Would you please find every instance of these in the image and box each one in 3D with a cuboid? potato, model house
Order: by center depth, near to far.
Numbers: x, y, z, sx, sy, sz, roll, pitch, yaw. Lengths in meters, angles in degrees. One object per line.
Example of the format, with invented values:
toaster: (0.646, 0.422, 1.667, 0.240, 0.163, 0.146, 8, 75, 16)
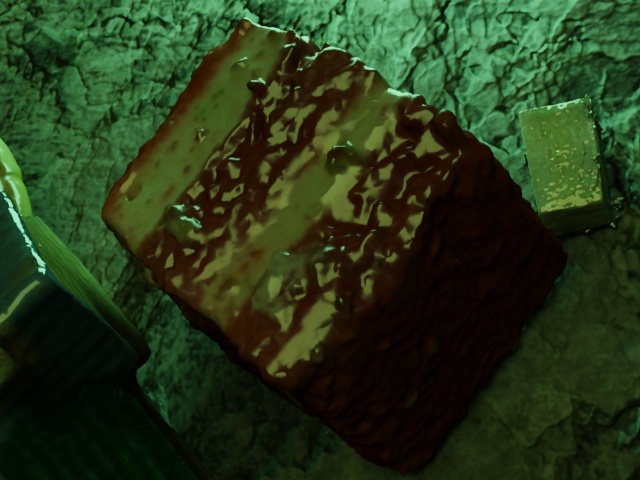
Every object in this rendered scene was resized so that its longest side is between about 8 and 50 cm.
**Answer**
model house: (-0.260, 0.209, 1.589, 0.334, 0.342, 0.382, -42, 89, -1)
potato: (0.227, -0.067, 1.747, 0.086, 0.061, 0.122, -14, 61, 15)

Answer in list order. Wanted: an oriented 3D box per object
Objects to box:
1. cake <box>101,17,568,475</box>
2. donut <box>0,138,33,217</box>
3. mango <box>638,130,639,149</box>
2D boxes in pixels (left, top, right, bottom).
cake: (0.000, 0.000, 1.695, 0.319, 0.270, 0.269, 33, 82, 35)
donut: (-0.475, 0.060, 1.929, 0.448, 0.198, 0.449, -12, 61, 22)
mango: (0.364, -0.106, 1.684, 0.163, 0.089, 0.117, 5, 68, 27)
